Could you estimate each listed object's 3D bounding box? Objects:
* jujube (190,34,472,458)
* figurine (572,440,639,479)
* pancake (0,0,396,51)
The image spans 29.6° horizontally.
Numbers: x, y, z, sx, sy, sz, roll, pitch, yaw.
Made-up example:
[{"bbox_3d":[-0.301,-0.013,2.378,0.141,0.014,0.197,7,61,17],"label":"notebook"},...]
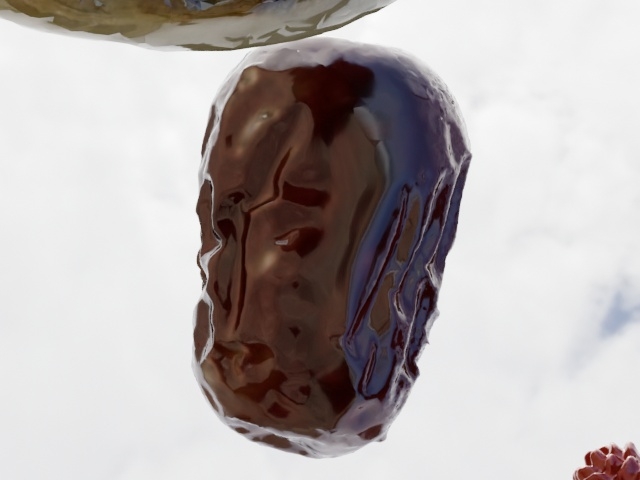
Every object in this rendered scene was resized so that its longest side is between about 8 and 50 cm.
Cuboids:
[{"bbox_3d":[0.000,0.000,0.665,0.155,0.155,0.230,-2,-110,42],"label":"jujube"},{"bbox_3d":[0.258,0.128,0.596,0.245,0.110,0.138,-24,-109,6],"label":"figurine"},{"bbox_3d":[-0.066,-0.251,0.519,0.382,0.382,0.071,58,-29,13],"label":"pancake"}]
